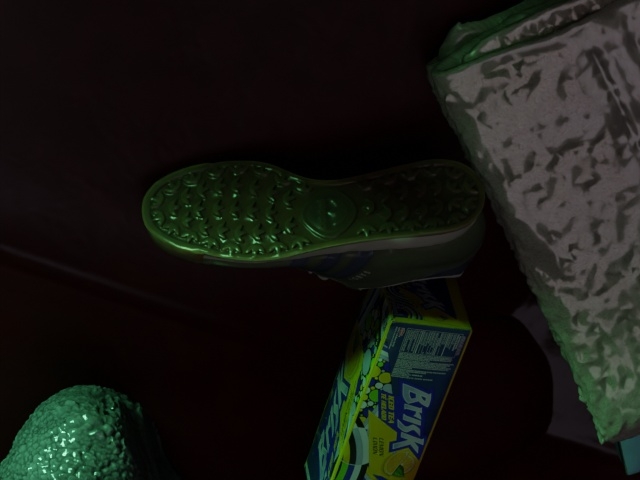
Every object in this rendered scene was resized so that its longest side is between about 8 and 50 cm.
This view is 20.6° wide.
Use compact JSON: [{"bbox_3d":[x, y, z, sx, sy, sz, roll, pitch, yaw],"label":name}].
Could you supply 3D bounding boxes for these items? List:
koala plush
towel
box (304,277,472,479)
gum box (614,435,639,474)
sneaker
[{"bbox_3d":[-0.190,0.203,1.054,0.221,0.196,0.203,-19,115,4],"label":"koala plush"},{"bbox_3d":[0.193,-0.028,1.004,0.187,0.049,0.282,-24,113,6],"label":"towel"},{"bbox_3d":[0.039,0.100,1.088,0.054,0.059,0.169,9,123,-15],"label":"box"},{"bbox_3d":[0.264,0.057,1.109,0.184,0.041,0.157,-17,126,3],"label":"gum box"},{"bbox_3d":[0.000,0.000,1.005,0.192,0.064,0.086,-2,152,8],"label":"sneaker"}]
